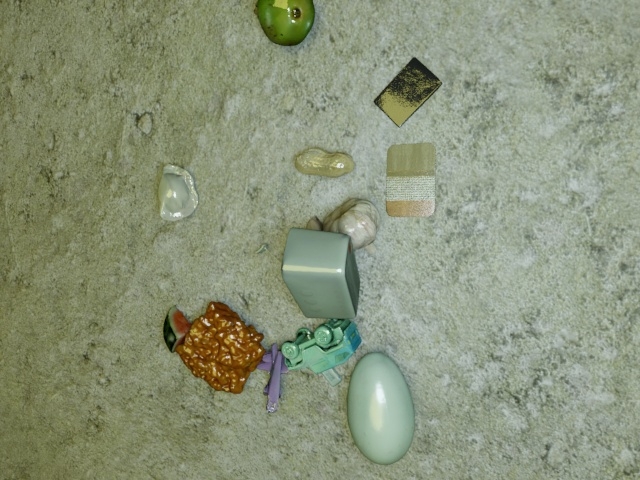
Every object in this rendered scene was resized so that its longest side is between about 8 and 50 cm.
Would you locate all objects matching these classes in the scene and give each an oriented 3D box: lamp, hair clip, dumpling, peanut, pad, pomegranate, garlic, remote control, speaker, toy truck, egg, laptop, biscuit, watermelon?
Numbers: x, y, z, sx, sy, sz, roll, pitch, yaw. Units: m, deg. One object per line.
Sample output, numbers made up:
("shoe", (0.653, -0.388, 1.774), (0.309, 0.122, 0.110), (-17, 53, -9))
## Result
("lamp", (-0.162, 0.093, 1.545), (0.198, 0.050, 0.056), (44, 103, 10))
("hair clip", (-0.181, 0.516, 1.570), (0.137, 0.090, 0.278), (8, 98, -7))
("dumpling", (-0.563, -0.189, 1.608), (0.151, 0.124, 0.228), (0, 88, -21))
("peanut", (0.015, -0.271, 1.430), (0.214, 0.090, 0.098), (11, 70, 14))
("pad", (0.225, -0.203, 1.388), (0.323, 0.055, 0.250), (-1, 96, 0))
("pomegranate", (-0.139, -0.749, 1.377), (0.241, 0.190, 0.159), (12, 124, 14))
("garlic", (-0.002, 0.008, 1.457), (0.087, 0.101, 0.195), (-35, 81, 27))
("garlic", (0.129, -0.022, 1.384), (0.219, 0.218, 0.212), (-33, 115, 18))
("remote control", (0.027, 0.496, 1.547), (0.053, 0.018, 0.124), (-42, 83, 18))
("speaker", (0.017, 0.120, 1.317), (0.184, 0.406, 0.183), (4, 61, 13))
("toy truck", (0.001, 0.378, 1.462), (0.279, 0.155, 0.156), (-30, 87, 24))
("egg", (0.203, 0.570, 1.391), (0.230, 0.230, 0.370), (-6, 89, 18))
("laptop", (0.289, -0.493, 1.359), (0.197, 0.016, 0.135), (-44, 82, 15))
("biscuit", (-0.387, 0.435, 1.613), (0.318, 0.110, 0.312), (36, 105, 5))
("watermelon", (-0.610, 0.363, 1.685), (0.145, 0.137, 0.193), (44, 148, 7))
